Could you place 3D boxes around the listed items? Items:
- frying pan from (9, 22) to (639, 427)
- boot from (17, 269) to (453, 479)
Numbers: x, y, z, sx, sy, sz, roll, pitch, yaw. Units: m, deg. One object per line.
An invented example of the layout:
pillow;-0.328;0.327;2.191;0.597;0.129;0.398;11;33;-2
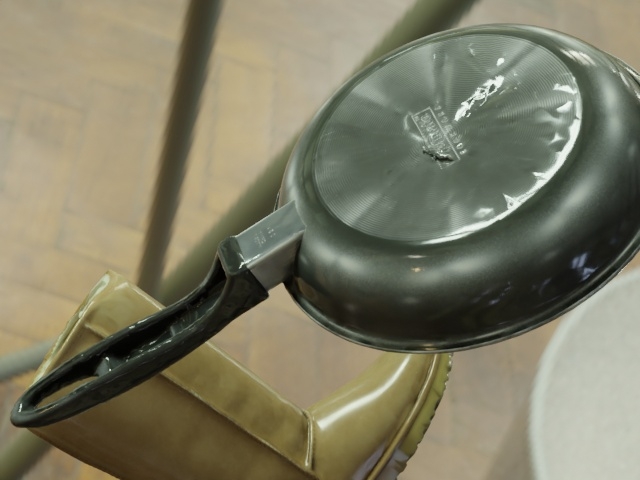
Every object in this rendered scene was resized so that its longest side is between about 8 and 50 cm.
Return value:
frying pan;0.005;-0.023;0.847;0.326;0.053;0.197;-10;47;17
boot;-0.056;0.105;1.339;0.269;0.089;0.236;34;66;-8
